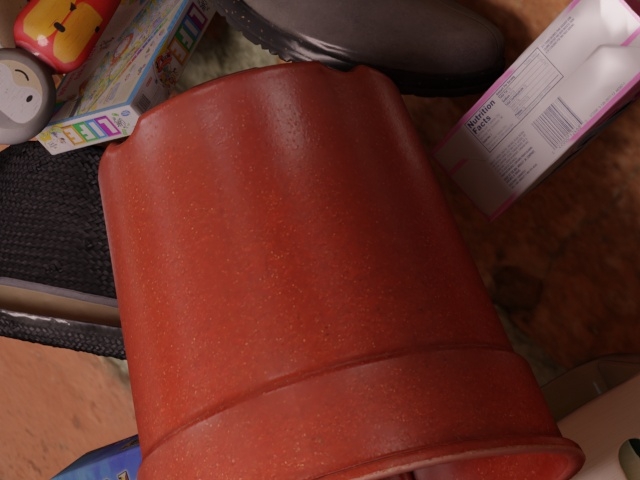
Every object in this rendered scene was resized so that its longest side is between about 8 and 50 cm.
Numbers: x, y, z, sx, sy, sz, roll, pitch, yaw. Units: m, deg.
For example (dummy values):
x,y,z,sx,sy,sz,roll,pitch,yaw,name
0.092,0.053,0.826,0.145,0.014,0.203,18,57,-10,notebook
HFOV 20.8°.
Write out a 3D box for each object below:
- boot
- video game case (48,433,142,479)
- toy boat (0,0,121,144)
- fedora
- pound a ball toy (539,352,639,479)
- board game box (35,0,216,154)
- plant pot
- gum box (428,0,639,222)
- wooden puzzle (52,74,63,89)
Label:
x,y,z,sx,sy,sz,roll,pitch,yaw,name
-0.007,-0.246,1.148,0.338,0.118,0.222,26,116,16,boot
-0.082,0.269,1.475,0.269,0.061,0.244,-24,94,41,video game case
-0.289,-0.177,1.288,0.318,0.148,0.267,25,164,35,toy boat
-0.167,0.009,1.322,0.334,0.334,0.152,8,85,34,fedora
0.257,0.234,1.135,0.319,0.136,0.208,61,167,-3,pound a ball toy
-0.137,-0.134,1.267,0.103,0.154,0.026,-10,133,39,board game box
-0.011,0.051,1.065,0.272,0.272,0.265,-35,64,41,plant pot
0.160,-0.097,1.091,0.062,0.107,0.188,50,131,7,gum box
-0.227,-0.123,1.433,0.083,0.006,0.049,-38,86,41,wooden puzzle
